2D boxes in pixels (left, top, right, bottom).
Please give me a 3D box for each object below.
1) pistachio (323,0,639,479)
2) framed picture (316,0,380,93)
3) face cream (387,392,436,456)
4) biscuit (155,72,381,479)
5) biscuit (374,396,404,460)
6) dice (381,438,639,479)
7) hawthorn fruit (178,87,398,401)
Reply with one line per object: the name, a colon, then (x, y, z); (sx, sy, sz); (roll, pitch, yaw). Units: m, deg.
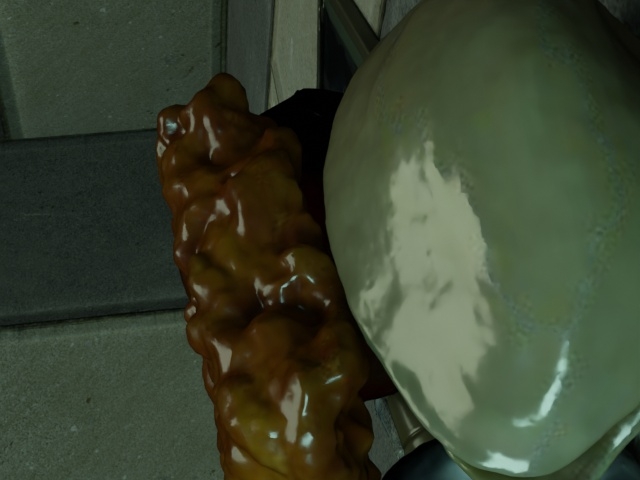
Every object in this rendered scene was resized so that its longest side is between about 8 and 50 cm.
pistachio: (0.116, -0.014, 0.667); (0.208, 0.226, 0.332); (67, -166, -64)
framed picture: (0.043, -0.159, 1.587); (0.446, 0.028, 0.326); (-111, 18, -59)
face cream: (0.153, 0.285, 1.068); (0.137, 0.084, 0.341); (103, 153, -55)
biscuit: (-0.034, 0.086, 0.805); (0.318, 0.110, 0.312); (85, 170, -52)
biscuit: (0.108, 0.260, 1.450); (0.292, 0.026, 0.048); (-118, 28, -65)
dice: (0.136, 0.242, 0.792); (0.182, 0.181, 0.183); (91, 172, -50)
hawthorn fruit: (0.015, 0.008, 1.086); (0.316, 0.316, 0.316); (174, 90, -81)
